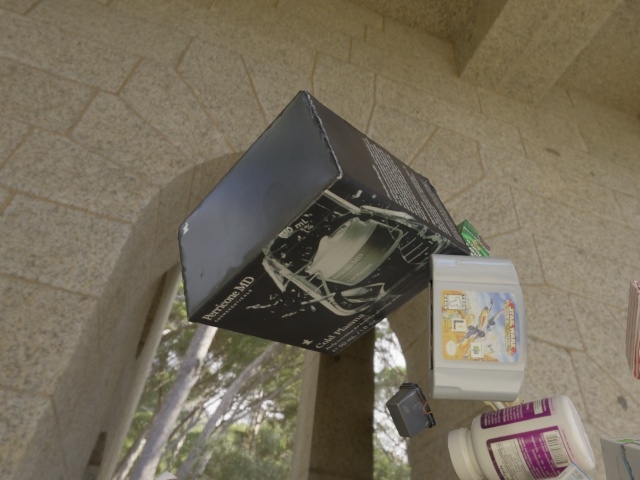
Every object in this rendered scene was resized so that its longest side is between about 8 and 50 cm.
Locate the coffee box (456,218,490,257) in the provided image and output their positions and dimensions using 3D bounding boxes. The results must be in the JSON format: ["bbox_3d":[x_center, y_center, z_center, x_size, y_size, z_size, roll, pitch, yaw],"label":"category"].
[{"bbox_3d":[0.392,0.028,1.275,0.040,0.184,0.113,-38,-85,33],"label":"coffee box"}]

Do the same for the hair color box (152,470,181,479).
[{"bbox_3d":[-0.283,0.499,0.713,0.173,0.347,0.105,22,-82,17],"label":"hair color box"}]

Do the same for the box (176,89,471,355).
[{"bbox_3d":[0.000,0.000,1.156,0.471,0.297,0.480,25,-57,-40],"label":"box"}]

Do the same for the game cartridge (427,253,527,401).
[{"bbox_3d":[0.324,0.178,1.013,0.198,0.297,0.062,2,-13,3],"label":"game cartridge"}]

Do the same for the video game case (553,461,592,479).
[{"bbox_3d":[0.485,0.538,0.989,0.166,0.015,0.119,-46,-68,2],"label":"video game case"}]

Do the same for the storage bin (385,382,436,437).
[{"bbox_3d":[0.252,0.484,1.371,0.098,0.091,0.135,-24,-90,55],"label":"storage bin"}]

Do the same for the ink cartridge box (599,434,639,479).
[{"bbox_3d":[0.958,0.662,1.349,0.198,0.197,0.270,-4,-13,-2],"label":"ink cartridge box"}]

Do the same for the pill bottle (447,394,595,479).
[{"bbox_3d":[0.472,0.490,1.173,0.301,0.169,0.169,-24,-50,24],"label":"pill bottle"}]

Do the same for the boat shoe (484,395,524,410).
[{"bbox_3d":[0.712,0.622,1.824,0.103,0.302,0.113,-52,-30,8],"label":"boat shoe"}]

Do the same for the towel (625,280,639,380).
[{"bbox_3d":[0.559,0.152,0.854,0.029,0.144,0.197,5,5,28],"label":"towel"}]
